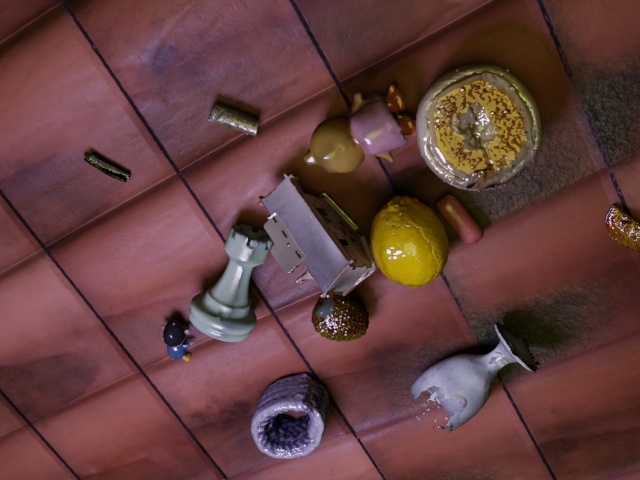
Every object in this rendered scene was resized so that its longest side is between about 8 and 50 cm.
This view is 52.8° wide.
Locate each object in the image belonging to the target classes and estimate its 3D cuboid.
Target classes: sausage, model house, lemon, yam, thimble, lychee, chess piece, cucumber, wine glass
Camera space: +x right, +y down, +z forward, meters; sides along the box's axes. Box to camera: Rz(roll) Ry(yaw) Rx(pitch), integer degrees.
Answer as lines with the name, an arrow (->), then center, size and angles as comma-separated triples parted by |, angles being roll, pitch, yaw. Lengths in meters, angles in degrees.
sausage -> 0.366, -0.056, 1.696 | 0.062, 0.062, 0.154 | -36, 107, 21
model house -> 0.000, 0.000, 1.696 | 0.169, 0.244, 0.326 | -43, 70, 21
lemon -> 0.228, 0.004, 1.665 | 0.204, 0.204, 0.260 | -13, 111, 12
yam -> -0.220, -0.309, 1.652 | 0.132, 0.054, 0.054 | 19, 116, -3
thimble -> -0.090, 0.537, 1.982 | 0.217, 0.157, 0.245 | 37, 115, -13
lychee -> 0.058, 0.214, 1.815 | 0.171, 0.171, 0.171 | 3, 115, 6
chess piece -> -0.237, 0.109, 1.793 | 0.195, 0.194, 0.299 | 21, 106, -3
cucumber -> -0.583, -0.197, 1.759 | 0.135, 0.033, 0.034 | 32, 156, -9
wine glass -> 0.429, 0.393, 1.839 | 0.357, 0.190, 0.190 | -41, 105, 17

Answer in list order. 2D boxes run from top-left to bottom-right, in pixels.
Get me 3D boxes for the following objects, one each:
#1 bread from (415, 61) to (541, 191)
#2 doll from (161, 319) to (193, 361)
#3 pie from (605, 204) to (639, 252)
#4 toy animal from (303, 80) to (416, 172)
bread -> 0.368, -0.267, 1.535 | 0.306, 0.159, 0.305 | 0, 104, 2
doll -> -0.435, 0.299, 1.954 | 0.102, 0.088, 0.179 | 8, 139, 3
pie -> 0.815, -0.011, 1.667 | 0.191, 0.033, 0.088 | 32, 136, 10
toy animal -> 0.090, -0.253, 1.577 | 0.281, 0.169, 0.195 | -23, 108, 16
